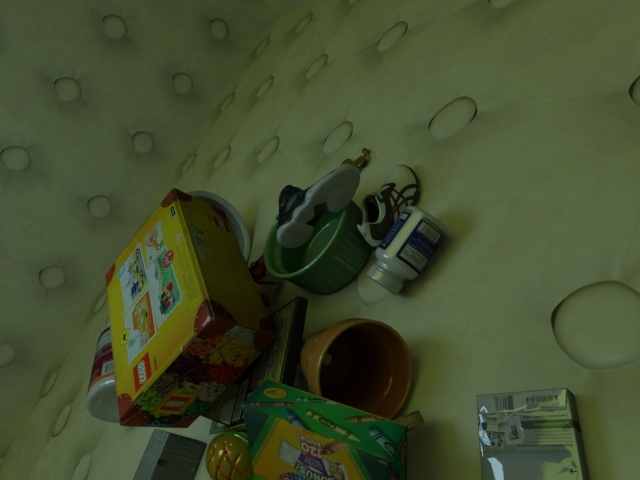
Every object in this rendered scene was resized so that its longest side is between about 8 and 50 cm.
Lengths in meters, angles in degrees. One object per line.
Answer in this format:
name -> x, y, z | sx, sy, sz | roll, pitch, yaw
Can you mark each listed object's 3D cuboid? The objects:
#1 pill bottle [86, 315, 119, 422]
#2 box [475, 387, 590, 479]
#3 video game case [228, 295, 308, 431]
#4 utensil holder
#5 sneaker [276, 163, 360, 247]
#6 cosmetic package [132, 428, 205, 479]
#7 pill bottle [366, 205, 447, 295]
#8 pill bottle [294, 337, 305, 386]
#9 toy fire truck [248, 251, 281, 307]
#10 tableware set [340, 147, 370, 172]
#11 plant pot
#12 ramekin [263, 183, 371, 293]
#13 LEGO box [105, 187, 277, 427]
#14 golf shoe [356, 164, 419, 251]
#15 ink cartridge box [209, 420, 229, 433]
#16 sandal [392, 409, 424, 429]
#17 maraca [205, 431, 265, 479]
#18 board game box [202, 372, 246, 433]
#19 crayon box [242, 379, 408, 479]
pill bottle -> -0.706, 0.434, 1.603 | 0.224, 0.224, 0.392 | -44, 34, 13
box -> 0.311, 0.322, 0.649 | 0.145, 0.038, 0.186 | -23, 43, 37
video game case -> -0.123, 0.295, 1.037 | 0.248, 0.035, 0.274 | -39, 32, 47
utensil holder -> -0.509, 0.044, 1.632 | 0.386, 0.328, 0.327 | -28, 41, 35
sneaker -> -0.023, -0.114, 1.113 | 0.268, 0.101, 0.153 | -45, 37, 17
cosmetic package -> -0.421, 0.641, 1.162 | 0.107, 0.127, 0.237 | -15, 51, 44
pill bottle -> 0.191, 0.025, 0.994 | 0.186, 0.112, 0.112 | -54, 34, -1
pill bottle -> -0.074, 0.301, 1.102 | 0.067, 0.067, 0.120 | -29, 41, 31
toy fire truck -> -0.169, 0.119, 1.365 | 0.135, 0.047, 0.192 | 30, 57, 27
tableware set -> 0.100, -0.239, 1.424 | 0.154, 0.024, 0.104 | -42, 32, 19
plant pot -> 0.050, 0.258, 0.899 | 0.205, 0.205, 0.188 | -64, 19, -15
ramekin -> 0.000, 0.000, 1.212 | 0.303, 0.148, 0.303 | -30, 40, 30
LEGO box -> -0.374, 0.164, 1.162 | 0.372, 0.193, 0.500 | -47, 46, 16
golf shoe -> 0.175, -0.103, 1.124 | 0.105, 0.120, 0.272 | -15, 48, 45
ink cartridge box -> -0.286, 0.429, 1.246 | 0.109, 0.062, 0.209 | -25, 43, 34
sandal -> 0.100, 0.394, 0.798 | 0.240, 0.088, 0.079 | -41, 58, 30
maraca -> -0.193, 0.514, 1.028 | 0.186, 0.099, 0.127 | -15, 82, 25
board game box -> -0.220, 0.364, 1.173 | 0.165, 0.042, 0.243 | 8, 58, 28
crayon box -> 0.006, 0.363, 0.752 | 0.279, 0.165, 0.081 | 7, 24, 28
